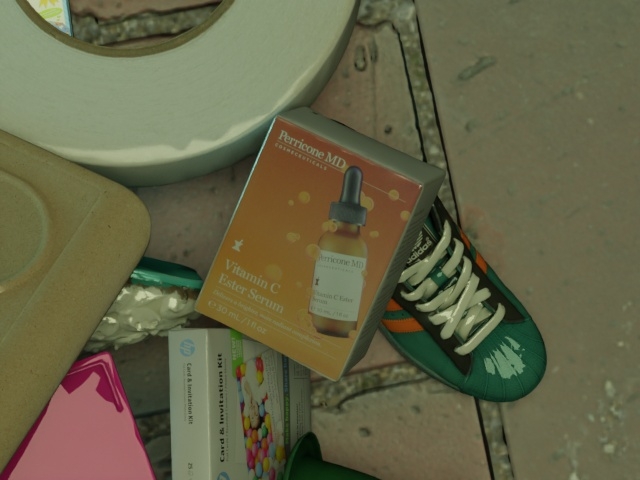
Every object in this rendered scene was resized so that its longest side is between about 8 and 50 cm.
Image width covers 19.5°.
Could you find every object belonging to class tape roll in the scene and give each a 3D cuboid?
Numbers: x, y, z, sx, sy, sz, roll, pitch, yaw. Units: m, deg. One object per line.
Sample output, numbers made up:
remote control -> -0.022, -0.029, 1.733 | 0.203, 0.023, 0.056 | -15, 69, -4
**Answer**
tape roll -> -0.156, -0.235, 1.530 | 0.392, 0.072, 0.392 | 0, 75, 0

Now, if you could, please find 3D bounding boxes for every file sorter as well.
file sorter -> -0.266, 0.230, 1.471 | 0.290, 0.182, 0.202 | -20, 89, -5

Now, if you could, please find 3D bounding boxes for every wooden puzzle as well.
wooden puzzle -> -0.345, 0.032, 1.373 | 0.347, 0.080, 0.322 | 27, 58, 5

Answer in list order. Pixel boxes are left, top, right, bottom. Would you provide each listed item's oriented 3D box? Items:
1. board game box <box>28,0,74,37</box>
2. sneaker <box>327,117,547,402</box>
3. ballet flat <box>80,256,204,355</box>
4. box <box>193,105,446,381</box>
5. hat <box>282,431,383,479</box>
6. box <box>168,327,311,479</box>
board game box -> -0.284, -0.162, 1.573 | 0.154, 0.026, 0.103 | -7, 87, -5
sneaker -> 0.074, 0.019, 1.543 | 0.302, 0.121, 0.108 | 45, 84, 0
ballet flat -> -0.297, 0.038, 1.516 | 0.408, 0.147, 0.147 | 15, 85, 3
box -> 0.000, 0.000, 1.452 | 0.130, 0.091, 0.170 | 25, 104, 10
hat -> 0.073, 0.239, 1.489 | 0.183, 0.208, 0.173 | 1, 112, 12
box -> -0.061, 0.142, 1.496 | 0.038, 0.186, 0.145 | -4, 85, 25
